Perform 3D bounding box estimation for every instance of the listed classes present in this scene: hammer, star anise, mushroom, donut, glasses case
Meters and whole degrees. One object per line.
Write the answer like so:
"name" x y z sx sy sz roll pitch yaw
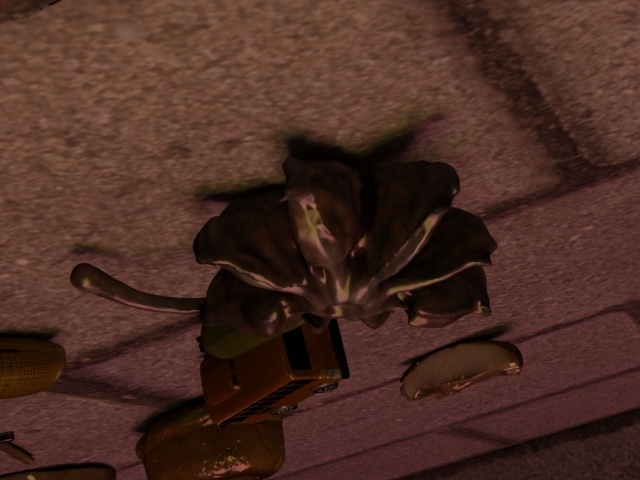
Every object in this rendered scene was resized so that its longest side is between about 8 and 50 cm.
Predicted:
"hammer" -0.467 0.317 1.674 0.062 0.013 0.199 -13 160 -4
"star anise" 0.000 0.000 0.987 0.360 0.139 0.316 16 140 -28
"mushroom" 0.228 0.199 1.746 0.210 0.072 0.094 -24 157 35
"donut" -0.174 0.331 1.749 0.209 0.128 0.261 -2 156 -29
"glasses case" -0.378 0.133 1.153 0.234 0.064 0.079 5 146 -41

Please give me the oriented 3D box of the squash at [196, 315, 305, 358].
"squash" -0.053 0.074 1.212 0.258 0.069 0.069 -28 156 34

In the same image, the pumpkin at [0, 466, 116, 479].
"pumpkin" -0.507 0.530 1.974 0.332 0.199 0.332 -12 158 -5

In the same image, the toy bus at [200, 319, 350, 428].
"toy bus" -0.066 0.165 1.405 0.114 0.098 0.201 3 154 -38
